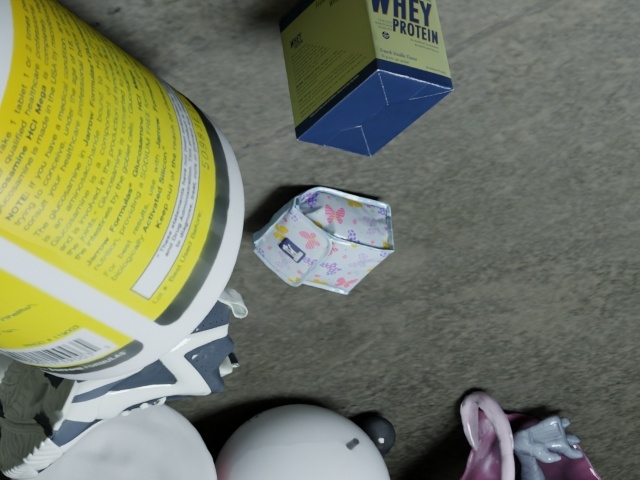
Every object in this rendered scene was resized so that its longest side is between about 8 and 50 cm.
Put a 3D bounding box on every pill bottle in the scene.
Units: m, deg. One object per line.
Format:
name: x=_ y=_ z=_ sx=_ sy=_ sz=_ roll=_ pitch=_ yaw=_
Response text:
pill bottle: x=-0.210 y=0.273 z=1.613 sx=0.176 sy=0.176 sz=0.318 roll=0 pitch=152 yaw=-18
pill bottle: x=-0.199 y=-0.056 z=0.954 sx=0.188 sy=0.188 sz=0.334 roll=-21 pitch=151 yaw=22

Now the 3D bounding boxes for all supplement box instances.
supplement box: x=0.025 y=-0.108 z=1.037 sx=0.056 sy=0.083 sz=0.083 roll=11 pitch=147 yaw=-35

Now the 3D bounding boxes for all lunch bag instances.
lunch bag: x=0.000 y=0.000 z=1.280 sx=0.083 sy=0.053 sz=0.071 roll=17 pitch=143 yaw=-26

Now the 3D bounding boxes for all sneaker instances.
sneaker: x=-0.143 y=0.106 z=1.367 sx=0.153 sy=0.094 sz=0.235 roll=13 pitch=122 yaw=-37

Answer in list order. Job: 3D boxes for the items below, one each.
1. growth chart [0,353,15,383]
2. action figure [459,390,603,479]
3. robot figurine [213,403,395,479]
growth chart: x=-0.278 y=0.099 z=1.421 sx=0.237 sy=0.021 sz=0.172 roll=-5 pitch=153 yaw=-8
action figure: x=0.123 y=0.336 z=1.768 sx=0.370 sy=0.248 sz=0.275 roll=-29 pitch=147 yaw=29
robot figurine: x=-0.030 y=0.263 z=1.650 sx=0.173 sy=0.209 sz=0.278 roll=10 pitch=151 yaw=-8
